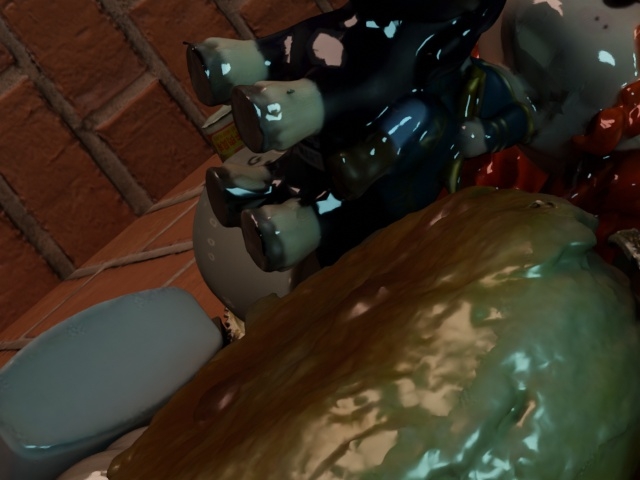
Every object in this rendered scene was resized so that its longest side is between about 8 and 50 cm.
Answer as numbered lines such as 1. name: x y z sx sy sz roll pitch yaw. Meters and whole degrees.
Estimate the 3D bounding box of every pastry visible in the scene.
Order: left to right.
1. pastry: 0.021 0.101 0.556 0.329 0.136 0.330 -38 9 7

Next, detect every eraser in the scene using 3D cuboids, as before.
1. eraser: -0.199 0.168 0.922 0.189 0.104 0.290 -24 -21 -35

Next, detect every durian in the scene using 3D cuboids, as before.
1. durian: -0.066 0.071 1.261 0.130 0.052 0.066 -43 14 -35

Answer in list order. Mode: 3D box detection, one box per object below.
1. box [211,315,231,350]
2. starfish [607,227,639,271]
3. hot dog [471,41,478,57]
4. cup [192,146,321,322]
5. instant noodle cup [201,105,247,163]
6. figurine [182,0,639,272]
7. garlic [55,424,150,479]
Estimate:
1. box: -0.140 0.135 1.275 0.091 0.031 0.126 -37 13 0
2. starfish: 0.259 0.000 0.639 0.176 0.053 0.208 -32 17 18
3. hot dog: 0.154 -0.129 1.179 0.256 0.150 0.153 -33 5 18
4. cup: 0.034 0.004 1.026 0.258 0.186 0.234 -12 15 -18
5. instant noodle cup: -0.030 -0.095 1.383 0.193 0.212 0.193 -35 13 9
6. figurine: 0.110 -0.103 0.763 0.241 0.411 0.306 28 105 58
7. garlic: -0.108 0.195 0.754 0.178 0.143 0.229 -35 4 15
